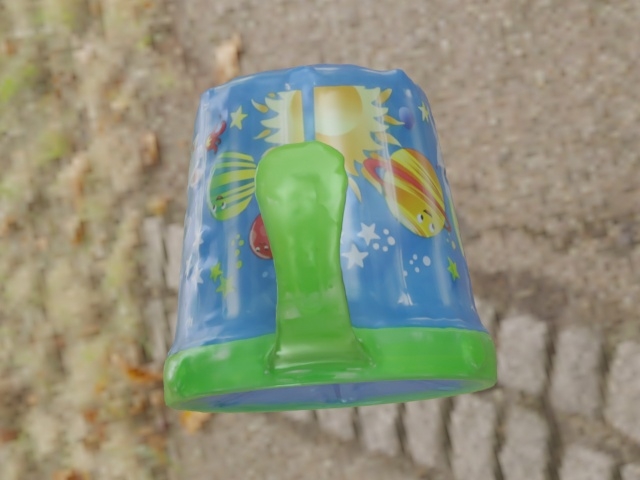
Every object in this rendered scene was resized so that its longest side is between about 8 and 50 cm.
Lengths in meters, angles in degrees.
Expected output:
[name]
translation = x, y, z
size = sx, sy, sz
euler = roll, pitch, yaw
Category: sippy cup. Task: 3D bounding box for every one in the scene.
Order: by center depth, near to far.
[sippy cup]
translation = 0.000, 0.000, 1.340
size = 0.305, 0.240, 0.224
euler = -18, 74, 57
